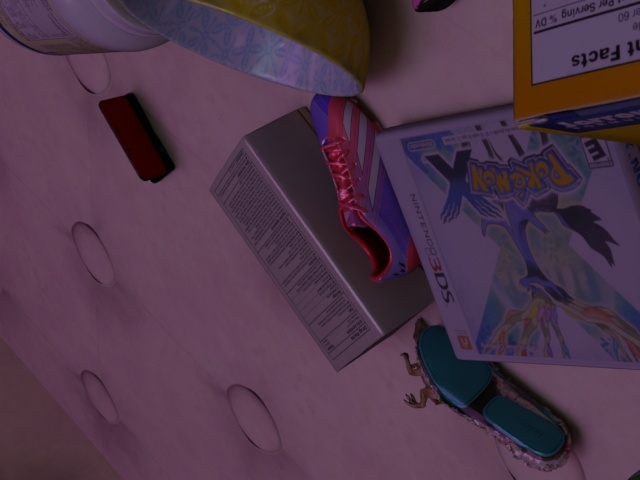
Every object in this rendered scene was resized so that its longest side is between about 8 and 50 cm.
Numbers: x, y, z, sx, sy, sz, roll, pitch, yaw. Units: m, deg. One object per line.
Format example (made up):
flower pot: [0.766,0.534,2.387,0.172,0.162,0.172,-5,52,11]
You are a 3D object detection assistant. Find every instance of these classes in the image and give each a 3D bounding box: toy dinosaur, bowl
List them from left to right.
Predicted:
bowl: [-0.063,-0.285,1.207,0.289,0.289,0.156,15,84,48]
toy dinosaur: [0.155,0.196,1.425,0.183,0.053,0.092,56,146,6]

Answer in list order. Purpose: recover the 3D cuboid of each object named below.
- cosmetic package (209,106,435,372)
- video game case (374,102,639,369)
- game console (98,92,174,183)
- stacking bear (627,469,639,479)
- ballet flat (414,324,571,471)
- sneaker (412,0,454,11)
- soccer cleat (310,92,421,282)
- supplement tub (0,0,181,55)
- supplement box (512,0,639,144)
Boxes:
cosmetic package: [0.000,0.000,1.423,0.309,0.113,0.160,54,148,7]
video game case: [0.223,-0.001,1.171,0.329,0.036,0.300,-5,111,52]
game console: [-0.309,-0.156,1.746,0.144,0.085,0.124,61,148,-2]
stacking bear: [0.336,0.314,1.050,0.164,0.289,0.175,13,126,49]
ballet flat: [0.207,0.203,1.338,0.241,0.091,0.077,44,166,29]
sneaker: [0.123,-0.301,1.053,0.178,0.072,0.077,-45,67,51]
soccer cleat: [0.047,-0.067,1.318,0.248,0.095,0.083,61,148,-3]
supplement tub: [-0.291,-0.363,1.411,0.325,0.235,0.235,9,123,50]
supplement box: [0.252,-0.248,0.672,0.194,0.195,0.356,-5,84,55]
